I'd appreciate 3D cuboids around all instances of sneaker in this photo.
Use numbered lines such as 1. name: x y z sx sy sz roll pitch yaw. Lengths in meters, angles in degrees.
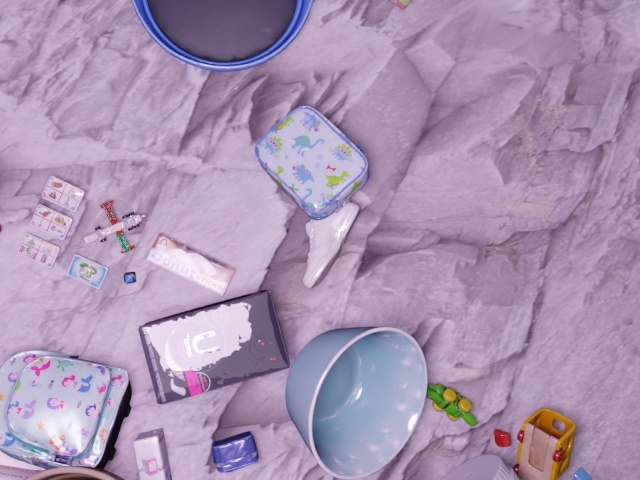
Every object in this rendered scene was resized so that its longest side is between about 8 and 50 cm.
1. sneaker: 0.000 0.000 1.633 0.094 0.080 0.212 27 77 7

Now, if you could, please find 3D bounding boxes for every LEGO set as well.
1. LEGO set: -0.480 -0.005 1.593 0.244 0.060 0.182 24 96 -4

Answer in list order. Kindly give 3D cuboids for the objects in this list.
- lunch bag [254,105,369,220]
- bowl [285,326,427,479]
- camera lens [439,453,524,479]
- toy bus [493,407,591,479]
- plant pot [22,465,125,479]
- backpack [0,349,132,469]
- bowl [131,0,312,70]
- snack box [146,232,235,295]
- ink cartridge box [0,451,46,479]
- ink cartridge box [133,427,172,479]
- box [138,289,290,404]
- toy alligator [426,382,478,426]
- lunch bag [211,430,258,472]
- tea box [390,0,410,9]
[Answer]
1. lunch bag: -0.013 -0.165 1.604 0.176 0.090 0.219 -44 75 -6
2. bowl: 0.051 0.303 1.534 0.312 0.163 0.311 -11 108 -38
3. camera lens: 0.368 0.610 1.560 0.219 0.219 0.274 -36 92 -8
4. toy bus: 0.487 0.463 1.639 0.104 0.202 0.191 -25 82 -38
5. plant pot: -0.430 0.581 1.416 0.323 0.280 0.323 0 77 1
6. backpack: -0.520 0.328 1.483 0.254 0.191 0.225 14 63 2
7. bowl: -0.210 -0.549 1.631 0.391 0.077 0.391 1 86 -7
8. snack box: -0.274 0.052 1.614 0.178 0.022 0.064 26 85 -5
9. ink cartridge box: -0.664 0.549 1.486 0.207 0.119 0.353 11 85 -6
10. ink cartridge box: -0.339 0.453 1.548 0.052 0.088 0.122 -10 87 -5
11. box: -0.214 0.212 1.551 0.270 0.143 0.165 -16 89 -8
12. toy alligator: 0.265 0.335 1.652 0.190 0.056 0.051 33 41 -3
13. lunch bag: -0.180 0.444 1.579 0.098 0.067 0.065 -16 88 -7
14. tea box: 0.139 -0.704 1.559 0.329 0.323 0.220 36 82 -3
